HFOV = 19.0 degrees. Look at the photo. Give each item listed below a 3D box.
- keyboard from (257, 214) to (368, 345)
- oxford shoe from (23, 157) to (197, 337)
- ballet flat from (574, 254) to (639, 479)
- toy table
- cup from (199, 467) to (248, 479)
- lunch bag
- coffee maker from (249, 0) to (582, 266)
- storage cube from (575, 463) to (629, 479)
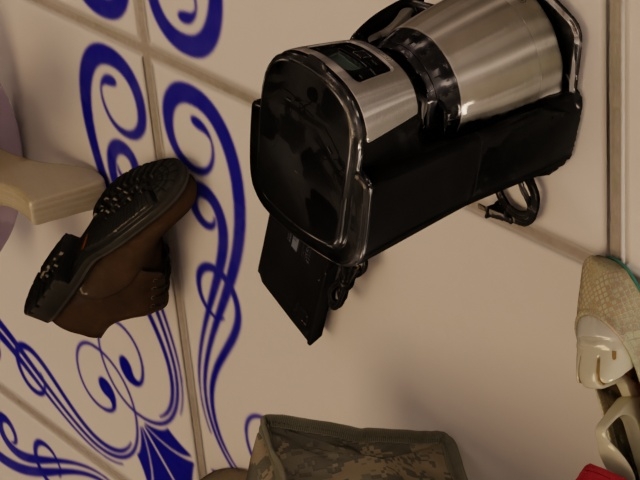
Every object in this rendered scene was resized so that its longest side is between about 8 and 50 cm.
[{"bbox_3d":[0.000,0.000,1.397,0.108,0.023,0.180,51,147,32],"label":"keyboard"},{"bbox_3d":[-0.153,0.009,1.587,0.096,0.083,0.227,29,138,-18],"label":"oxford shoe"},{"bbox_3d":[0.184,0.092,1.160,0.057,0.052,0.168,-8,105,57],"label":"ballet flat"},{"bbox_3d":[-0.328,-0.042,1.670,0.161,0.252,0.274,52,164,50],"label":"toy table"},{"bbox_3d":[-0.107,0.394,1.626,0.331,0.237,0.331,35,139,39],"label":"cup"},{"bbox_3d":[0.024,0.287,1.286,0.287,0.169,0.235,-107,27,-64],"label":"lunch bag"},{"bbox_3d":[0.059,-0.055,1.121,0.120,0.178,0.171,14,122,53],"label":"coffee maker"},{"bbox_3d":[0.181,0.287,1.122,0.215,0.193,0.183,28,137,18],"label":"storage cube"}]
